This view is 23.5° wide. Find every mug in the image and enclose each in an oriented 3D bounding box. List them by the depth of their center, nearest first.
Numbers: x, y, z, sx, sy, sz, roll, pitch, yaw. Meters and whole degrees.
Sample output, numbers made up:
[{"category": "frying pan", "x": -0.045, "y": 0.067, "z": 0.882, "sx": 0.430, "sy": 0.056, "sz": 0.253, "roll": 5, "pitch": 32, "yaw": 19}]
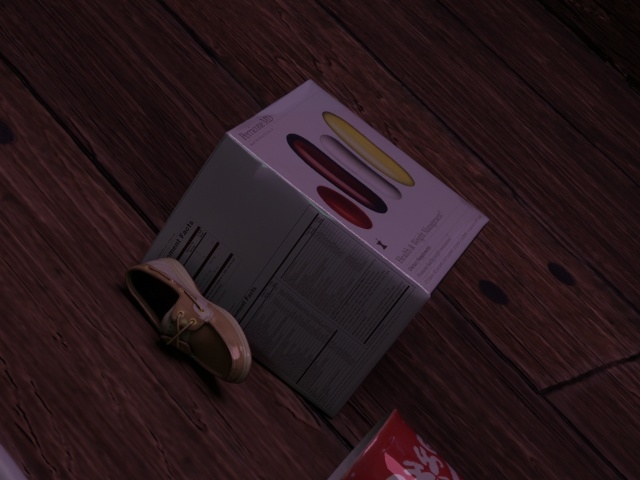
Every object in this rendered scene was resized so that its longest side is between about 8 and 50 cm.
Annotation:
[{"category": "mug", "x": 0.085, "y": 0.208, "z": 1.095, "sx": 0.169, "sy": 0.113, "sz": 0.150, "roll": 40, "pitch": 29, "yaw": 4}]

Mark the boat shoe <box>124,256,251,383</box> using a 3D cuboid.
[{"category": "boat shoe", "x": -0.105, "y": 0.064, "z": 1.183, "sx": 0.045, "sy": 0.050, "sz": 0.135, "roll": -2, "pitch": 35, "yaw": -45}]

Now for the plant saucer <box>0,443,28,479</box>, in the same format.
[{"category": "plant saucer", "x": -0.309, "y": 0.174, "z": 0.716, "sx": 0.400, "sy": 0.100, "sz": 0.400, "roll": 27, "pitch": 27, "yaw": -15}]

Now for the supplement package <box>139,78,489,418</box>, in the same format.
[{"category": "supplement package", "x": 0.000, "y": 0.000, "z": 1.286, "sx": 0.203, "sy": 0.149, "sz": 0.194, "roll": 38, "pitch": 27, "yaw": 4}]
